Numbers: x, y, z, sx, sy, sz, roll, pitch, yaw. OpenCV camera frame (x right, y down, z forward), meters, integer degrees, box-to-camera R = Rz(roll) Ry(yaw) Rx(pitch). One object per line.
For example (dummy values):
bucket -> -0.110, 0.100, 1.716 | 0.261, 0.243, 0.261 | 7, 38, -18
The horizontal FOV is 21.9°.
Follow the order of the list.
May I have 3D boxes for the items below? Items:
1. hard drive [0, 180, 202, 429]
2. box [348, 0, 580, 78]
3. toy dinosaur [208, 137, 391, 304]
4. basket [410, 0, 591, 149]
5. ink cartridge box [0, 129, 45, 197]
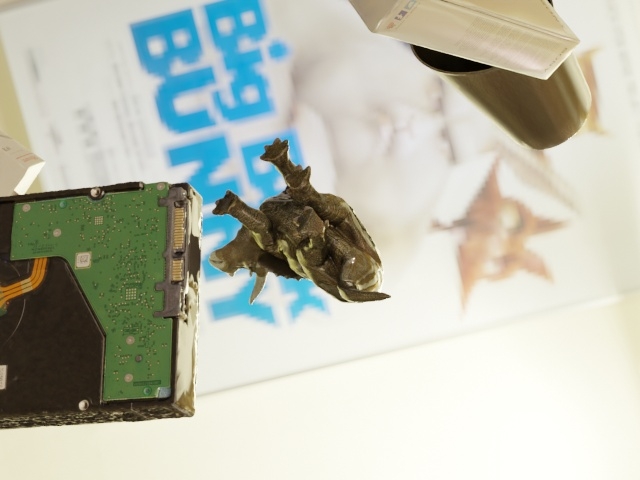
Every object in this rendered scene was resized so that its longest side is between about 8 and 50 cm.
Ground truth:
hard drive -> -0.286, 0.070, 1.653 | 0.064, 0.339, 0.237 | 46, 41, -64
box -> 0.084, -0.261, 1.479 | 0.232, 0.058, 0.322 | 55, 24, 22
toy dinosaur -> 0.000, 0.000, 1.607 | 0.313, 0.121, 0.160 | 16, -23, 48
basket -> 0.257, -0.229, 2.192 | 0.227, 0.204, 0.154 | 43, 55, -49
ink cartridge box -> -0.412, -0.101, 2.061 | 0.180, 0.060, 0.104 | 35, 8, -2
